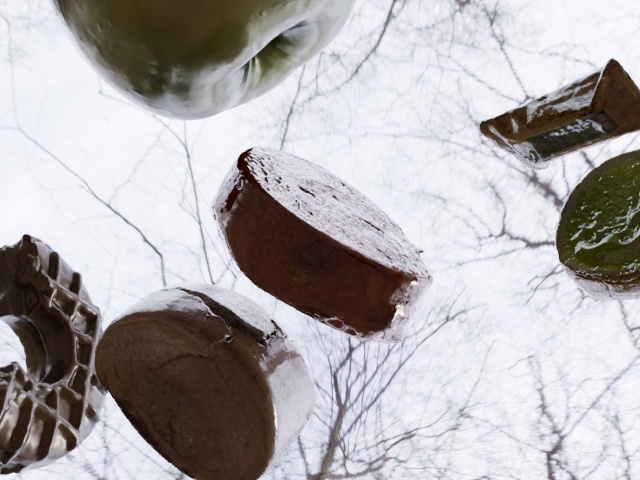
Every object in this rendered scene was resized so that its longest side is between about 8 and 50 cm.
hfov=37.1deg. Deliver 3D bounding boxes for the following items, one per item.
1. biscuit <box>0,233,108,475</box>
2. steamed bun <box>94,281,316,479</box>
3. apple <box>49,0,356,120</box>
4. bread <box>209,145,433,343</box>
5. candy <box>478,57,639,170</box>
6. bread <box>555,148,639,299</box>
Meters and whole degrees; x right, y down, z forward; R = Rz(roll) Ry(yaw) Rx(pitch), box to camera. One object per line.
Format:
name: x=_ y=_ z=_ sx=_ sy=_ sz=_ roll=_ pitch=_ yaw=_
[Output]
biscuit: x=-0.432 y=0.191 z=1.453 sx=0.115 sy=0.268 sz=0.366 roll=-19 pitch=-136 yaw=23
steamed bun: x=-0.142 y=0.170 z=1.325 sx=0.301 sy=0.251 sz=0.199 roll=41 pitch=-62 yaw=6
apple: x=-0.177 y=-0.416 z=1.381 sx=0.473 sy=0.473 sz=0.474 roll=0 pitch=-104 yaw=2
bread: x=-0.002 y=0.000 z=1.257 sx=0.295 sy=0.328 sz=0.114 roll=27 pitch=-73 yaw=-21
candy: x=0.386 y=-0.184 z=1.501 sx=0.143 sy=0.271 sz=0.101 roll=40 pitch=-126 yaw=-22
bread: x=0.415 y=-0.028 z=1.235 sx=0.070 sy=0.236 sz=0.236 roll=40 pitch=-102 yaw=-32
